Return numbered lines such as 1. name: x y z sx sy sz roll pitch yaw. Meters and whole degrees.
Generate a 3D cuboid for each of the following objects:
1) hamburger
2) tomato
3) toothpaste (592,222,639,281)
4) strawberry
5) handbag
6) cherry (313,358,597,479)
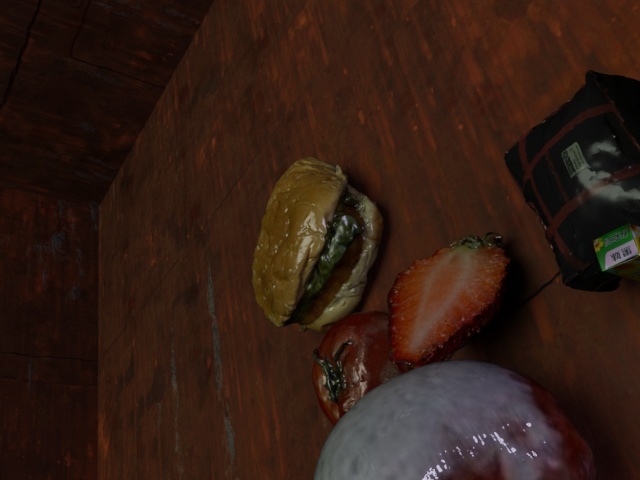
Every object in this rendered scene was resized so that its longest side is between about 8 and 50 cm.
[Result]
1. hamburger: 0.003 0.001 1.236 0.209 0.162 0.330 -3 72 59
2. tomato: 0.052 0.220 1.142 0.228 0.101 0.228 -20 66 54
3. toothpaste: 0.342 0.023 0.678 0.043 0.178 0.037 -38 49 45
4. strawberry: 0.176 0.099 0.947 0.236 0.107 0.175 -41 30 -14
5. handbag: 0.315 -0.063 0.773 0.169 0.155 0.215 -55 38 45
6. cherry: 0.131 0.297 0.783 0.335 0.326 0.291 -33 86 42
